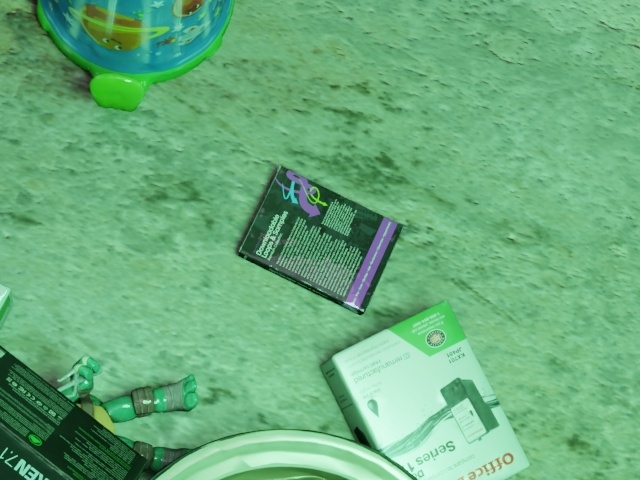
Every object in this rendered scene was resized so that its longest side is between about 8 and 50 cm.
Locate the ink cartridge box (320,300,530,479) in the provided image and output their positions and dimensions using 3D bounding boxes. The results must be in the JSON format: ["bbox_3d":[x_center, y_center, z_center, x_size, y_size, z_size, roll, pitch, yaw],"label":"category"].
[{"bbox_3d":[0.116,0.195,1.621,0.153,0.087,0.208,-26,84,-14],"label":"ink cartridge box"}]

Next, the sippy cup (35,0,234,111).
[{"bbox_3d":[-0.200,-0.316,1.612,0.240,0.224,0.305,-26,82,-15],"label":"sippy cup"}]

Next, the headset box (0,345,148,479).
[{"bbox_3d":[-0.356,0.261,1.413,0.246,0.131,0.283,39,106,-3],"label":"headset box"}]

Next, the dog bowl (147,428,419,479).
[{"bbox_3d":[-0.040,0.400,1.494,0.408,0.150,0.408,0,80,-2],"label":"dog bowl"}]

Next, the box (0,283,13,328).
[{"bbox_3d":[-0.396,0.080,1.558,0.102,0.087,0.101,26,75,-4],"label":"box"}]

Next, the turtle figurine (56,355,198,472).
[{"bbox_3d":[-0.250,0.199,1.540,0.234,0.118,0.175,2,104,-21],"label":"turtle figurine"}]

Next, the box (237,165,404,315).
[{"bbox_3d":[0.000,0.000,1.676,0.162,0.029,0.116,27,74,-4],"label":"box"}]
